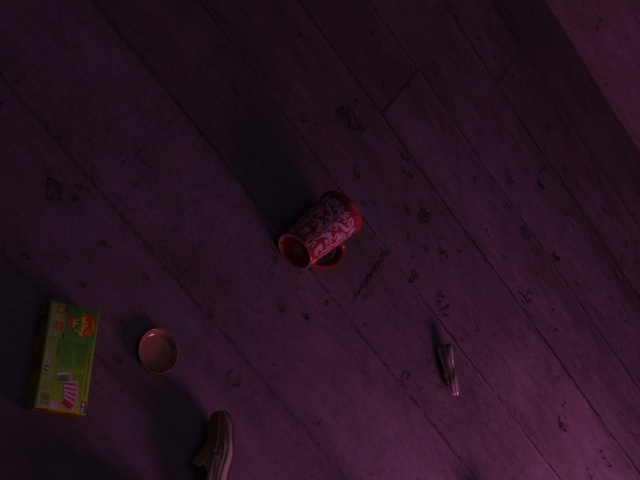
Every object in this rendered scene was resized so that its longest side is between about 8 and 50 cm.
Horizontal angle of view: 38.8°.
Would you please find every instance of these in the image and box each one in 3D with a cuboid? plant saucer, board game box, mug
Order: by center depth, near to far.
[{"bbox_3d":[-0.434,0.200,1.531,0.092,0.043,0.181,19,64,-38],"label":"board game box"},{"bbox_3d":[-0.301,0.204,1.671,0.083,0.015,0.083,15,66,-38],"label":"plant saucer"},{"bbox_3d":[0.005,-0.004,1.959,0.169,0.113,0.150,-40,102,-39],"label":"mug"}]

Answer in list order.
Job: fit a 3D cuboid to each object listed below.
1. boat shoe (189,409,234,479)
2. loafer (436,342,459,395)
[{"bbox_3d":[-0.203,0.405,1.664,0.072,0.068,0.190,11,69,-28],"label":"boat shoe"},{"bbox_3d":[0.307,0.312,2.185,0.045,0.039,0.125,22,59,-74],"label":"loafer"}]
